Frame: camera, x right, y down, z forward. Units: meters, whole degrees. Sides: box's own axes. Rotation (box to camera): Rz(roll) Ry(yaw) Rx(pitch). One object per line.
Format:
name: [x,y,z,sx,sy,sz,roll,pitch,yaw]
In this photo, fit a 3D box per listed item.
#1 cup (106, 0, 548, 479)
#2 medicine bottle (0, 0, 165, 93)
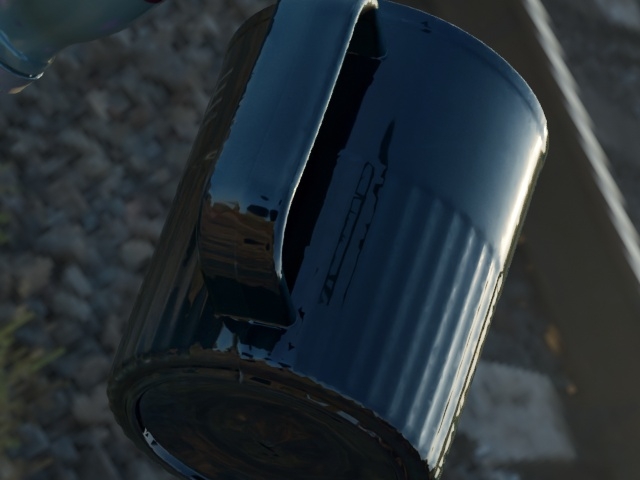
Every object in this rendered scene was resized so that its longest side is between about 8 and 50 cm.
cup: [0.015,0.009,1.317,0.242,0.308,0.292,26,59,-10]
medicine bottle: [-0.140,-0.180,1.272,0.090,0.217,0.090,41,28,-28]
